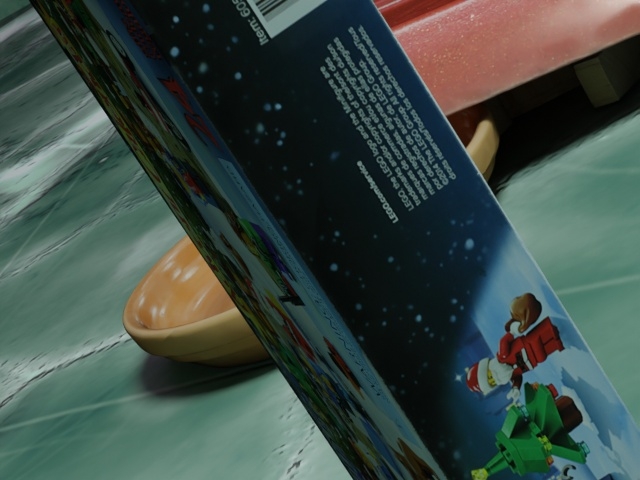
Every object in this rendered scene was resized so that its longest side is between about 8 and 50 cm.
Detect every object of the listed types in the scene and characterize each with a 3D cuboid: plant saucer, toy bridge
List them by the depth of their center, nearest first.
[{"bbox_3d":[0.000,0.000,0.944,0.200,0.037,0.200,-28,16,9],"label":"plant saucer"},{"bbox_3d":[0.145,-0.088,0.961,0.188,0.026,0.063,-18,18,42],"label":"toy bridge"},{"bbox_3d":[0.100,-0.121,1.016,0.258,0.047,0.259,-22,9,10],"label":"plant saucer"}]

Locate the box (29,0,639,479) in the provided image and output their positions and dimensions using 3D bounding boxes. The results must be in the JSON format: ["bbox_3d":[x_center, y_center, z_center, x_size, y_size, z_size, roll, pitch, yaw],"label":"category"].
[{"bbox_3d":[0.014,0.017,0.491,0.044,0.233,0.159,-36,15,-9],"label":"box"}]
